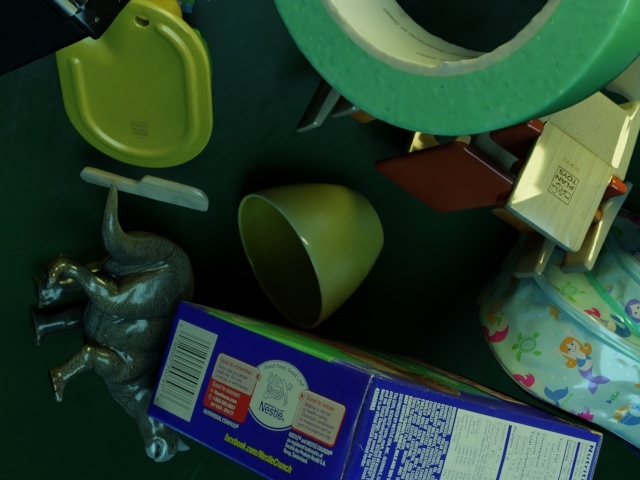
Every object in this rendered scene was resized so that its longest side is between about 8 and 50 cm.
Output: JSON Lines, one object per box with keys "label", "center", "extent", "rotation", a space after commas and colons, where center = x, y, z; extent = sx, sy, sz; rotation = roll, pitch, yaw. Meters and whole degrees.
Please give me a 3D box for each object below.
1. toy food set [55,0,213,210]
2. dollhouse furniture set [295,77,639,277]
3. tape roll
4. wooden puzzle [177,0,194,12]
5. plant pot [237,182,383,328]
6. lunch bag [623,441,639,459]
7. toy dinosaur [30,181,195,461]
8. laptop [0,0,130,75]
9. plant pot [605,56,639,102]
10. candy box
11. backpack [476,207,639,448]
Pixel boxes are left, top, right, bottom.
{"label": "toy food set", "center": [-0.145, -0.133, 1.140], "extent": [0.128, 0.071, 0.218], "rotation": [9, 137, 6]}
{"label": "dollhouse furniture set", "center": [0.133, -0.057, 1.118], "extent": [0.262, 0.259, 0.135], "rotation": [33, 73, -19]}
{"label": "tape roll", "center": [0.096, -0.234, 0.932], "extent": [0.077, 0.321, 0.321], "rotation": [-18, 140, -49]}
{"label": "wooden puzzle", "center": [-0.127, -0.212, 1.124], "extent": [0.083, 0.006, 0.049], "rotation": [5, 125, -17]}
{"label": "plant pot", "center": [0.000, 0.000, 1.250], "extent": [0.095, 0.134, 0.134], "rotation": [-27, 132, -25]}
{"label": "lunch bag", "center": [0.531, 0.206, 1.537], "extent": [0.221, 0.138, 0.293], "rotation": [38, 98, -32]}
{"label": "toy dinosaur", "center": [-0.179, 0.059, 1.268], "extent": [0.160, 0.121, 0.313], "rotation": [-9, 124, -22]}
{"label": "laptop", "center": [-0.295, -0.327, 0.974], "extent": [0.408, 0.236, 0.382], "rotation": [-51, 125, -6]}
{"label": "plant pot", "center": [0.383, -0.216, 1.074], "extent": [0.334, 0.334, 0.305], "rotation": [18, 131, -25]}
{"label": "candy box", "center": [0.052, 0.165, 1.230], "extent": [0.317, 0.268, 0.122], "rotation": [20, 88, -42]}
{"label": "backpack", "center": [0.284, 0.084, 1.309], "extent": [0.253, 0.225, 0.191], "rotation": [20, 116, -14]}
